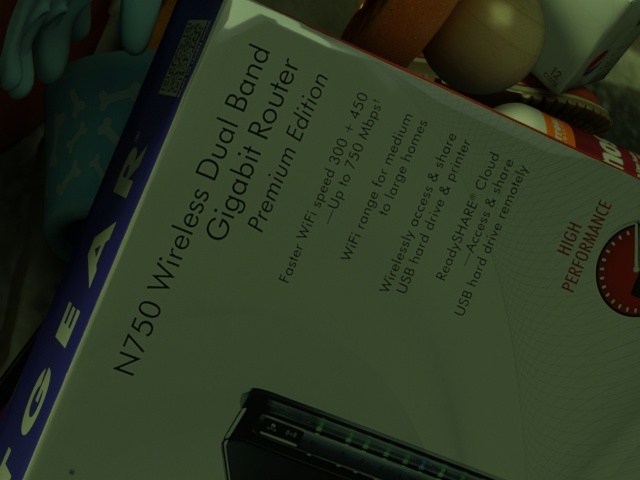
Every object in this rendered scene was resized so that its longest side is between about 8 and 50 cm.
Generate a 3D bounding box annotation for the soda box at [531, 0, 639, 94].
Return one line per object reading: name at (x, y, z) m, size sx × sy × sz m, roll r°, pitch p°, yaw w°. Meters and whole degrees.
soda box at (0.097, -0.185, 1.019) m, size 0.216 × 0.074 × 0.069 m, roll 46°, pitch 31°, yaw 14°

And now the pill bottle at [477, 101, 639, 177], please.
pill bottle at (0.126, -0.025, 0.981) m, size 0.152 × 0.086 × 0.086 m, roll 21°, pitch 56°, yaw -21°

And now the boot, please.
boot at (0.101, -0.102, 1.028) m, size 0.158 × 0.059 × 0.084 m, roll 15°, pitch 54°, yaw -23°

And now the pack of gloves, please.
pack of gloves at (-0.044, -0.157, 0.722) m, size 0.046 × 0.232 × 0.195 m, roll 37°, pitch 42°, yaw 3°

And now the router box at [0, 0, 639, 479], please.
router box at (0.019, 0.107, 0.744) m, size 0.301 × 0.082 × 0.335 m, roll 22°, pitch 90°, yaw -20°

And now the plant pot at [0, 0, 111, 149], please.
plant pot at (-0.181, -0.201, 0.790) m, size 0.275 × 0.243 × 0.275 m, roll 14°, pitch 58°, yaw -24°

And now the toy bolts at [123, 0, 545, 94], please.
toy bolts at (0.015, -0.126, 0.905) m, size 0.158 × 0.218 × 0.228 m, roll 34°, pitch 35°, yaw -12°

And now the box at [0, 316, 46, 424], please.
box at (-0.083, 0.109, 0.821) m, size 0.162 × 0.029 × 0.116 m, roll 38°, pitch 53°, yaw -7°

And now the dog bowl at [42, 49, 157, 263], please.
dog bowl at (0.000, 0.000, 0.852) m, size 0.297 × 0.166 × 0.074 m, roll 20°, pitch 69°, yaw -22°
